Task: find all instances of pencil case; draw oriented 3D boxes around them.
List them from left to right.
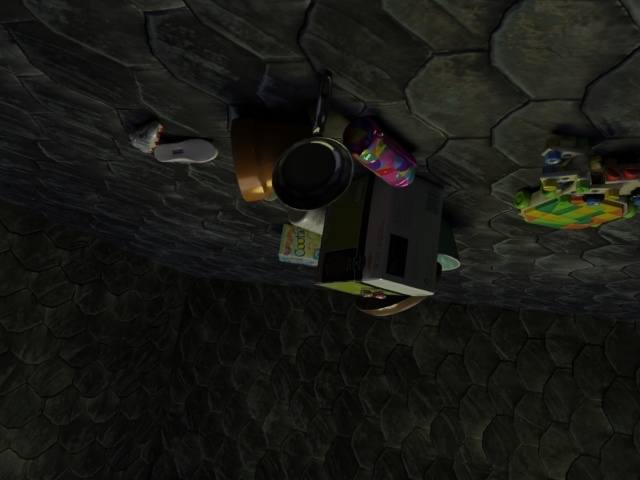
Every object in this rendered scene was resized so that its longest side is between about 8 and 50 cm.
[{"bbox_3d":[0.151,-0.211,1.266,0.104,0.104,0.236,-1,164,36],"label":"pencil case"}]

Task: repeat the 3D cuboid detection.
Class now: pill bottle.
[{"bbox_3d":[0.012,-0.085,1.788,0.229,0.131,0.131,20,163,-38],"label":"pill bottle"}]

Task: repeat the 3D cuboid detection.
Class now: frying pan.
[{"bbox_3d":[-0.036,-0.201,1.152,0.197,0.053,0.326,-23,132,-3],"label":"frying pan"}]

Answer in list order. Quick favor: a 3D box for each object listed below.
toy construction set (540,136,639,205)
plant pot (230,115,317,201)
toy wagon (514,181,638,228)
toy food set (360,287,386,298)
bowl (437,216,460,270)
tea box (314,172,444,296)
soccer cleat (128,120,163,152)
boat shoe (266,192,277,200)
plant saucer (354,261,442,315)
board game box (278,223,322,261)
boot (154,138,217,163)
[{"bbox_3d":[0.662,-0.142,1.151,0.328,0.151,0.215,15,169,24],"label":"toy construction set"},{"bbox_3d":[-0.104,-0.209,1.271,0.188,0.205,0.205,-7,165,3],"label":"plant pot"},{"bbox_3d":[0.691,-0.090,1.470,0.267,0.068,0.344,12,166,-12],"label":"toy wagon"},{"bbox_3d":[0.162,0.166,1.554,0.078,0.019,0.122,4,166,21],"label":"toy food set"},{"bbox_3d":[0.343,-0.005,1.834,0.311,0.163,0.311,8,167,2],"label":"bowl"},{"bbox_3d":[0.175,-0.008,1.580,0.220,0.329,0.323,17,165,-33],"label":"tea box"},{"bbox_3d":[-0.489,-0.287,1.433,0.076,0.068,0.196,19,166,-24],"label":"soccer cleat"},{"bbox_3d":[-0.148,-0.165,1.751,0.137,0.049,0.043,-4,-159,40],"label":"boat shoe"},{"bbox_3d":[0.262,0.162,1.703,0.311,0.050,0.310,-26,-167,6],"label":"plant saucer"},{"bbox_3d":[-0.034,0.029,2.251,0.275,0.142,0.144,9,167,-1],"label":"board game box"},{"bbox_3d":[-0.378,-0.259,1.507,0.190,0.069,0.086,2,-173,11],"label":"boot"}]
